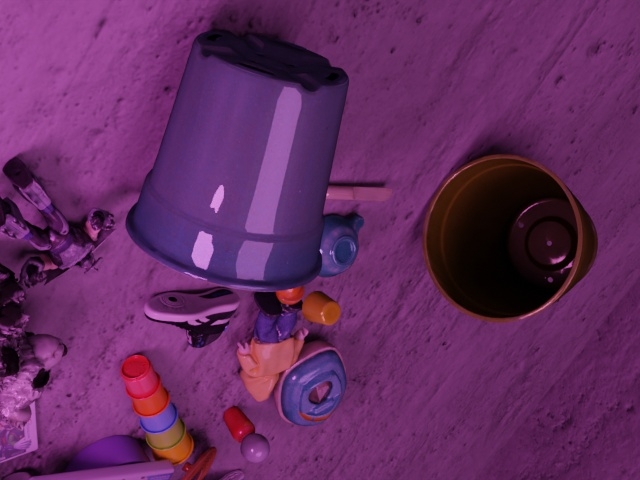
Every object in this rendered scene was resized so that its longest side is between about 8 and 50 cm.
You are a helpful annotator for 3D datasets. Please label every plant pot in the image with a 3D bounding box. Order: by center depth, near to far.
[{"bbox_3d":[-0.117,-0.144,1.603,0.341,0.341,0.334,-4,122,-39],"label":"plant pot"},{"bbox_3d":[0.480,0.002,2.278,0.353,0.366,0.366,4,124,-57],"label":"plant pot"}]

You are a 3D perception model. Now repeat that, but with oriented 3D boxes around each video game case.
[{"bbox_3d":[-0.638,0.374,1.881,0.190,0.022,0.173,-17,136,-29],"label":"video game case"},{"bbox_3d":[-0.503,0.591,2.073,0.329,0.036,0.300,3,126,-43],"label":"video game case"}]

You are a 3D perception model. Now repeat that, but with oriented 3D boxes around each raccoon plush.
[{"bbox_3d":[-0.648,0.179,1.613,0.447,0.216,0.299,6,143,-11],"label":"raccoon plush"}]

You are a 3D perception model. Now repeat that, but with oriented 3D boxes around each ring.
[{"bbox_3d":[-0.347,0.609,2.252,0.336,0.032,0.336,-54,171,-13],"label":"ring"}]

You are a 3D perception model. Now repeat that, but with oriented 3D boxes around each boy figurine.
[{"bbox_3d":[-0.108,0.234,2.161,0.177,0.092,0.285,-15,136,-32],"label":"boy figurine"}]

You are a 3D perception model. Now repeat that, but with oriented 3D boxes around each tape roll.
[{"bbox_3d":[-0.459,0.518,2.138,0.189,0.080,0.189,-24,141,-22],"label":"tape roll"}]

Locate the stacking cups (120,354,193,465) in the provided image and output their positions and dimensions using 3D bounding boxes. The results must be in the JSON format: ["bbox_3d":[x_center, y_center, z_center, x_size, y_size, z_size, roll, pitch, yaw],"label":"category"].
[{"bbox_3d":[-0.356,0.357,2.073,0.096,0.096,0.316,-31,138,-15],"label":"stacking cups"}]

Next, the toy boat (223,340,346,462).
[{"bbox_3d":[-0.066,0.390,2.304,0.318,0.148,0.267,-31,142,-15],"label":"toy boat"}]

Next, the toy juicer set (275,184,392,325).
[{"bbox_3d":[0.000,0.000,2.039,0.209,0.089,0.329,26,86,-38],"label":"toy juicer set"}]

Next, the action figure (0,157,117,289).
[{"bbox_3d":[-0.441,-0.009,1.617,0.185,0.099,0.285,-47,148,-8],"label":"action figure"}]

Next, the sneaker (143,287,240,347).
[{"bbox_3d":[-0.264,0.168,1.962,0.217,0.079,0.121,-4,128,-41],"label":"sneaker"}]

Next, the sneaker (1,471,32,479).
[{"bbox_3d":[-0.641,0.528,2.016,0.152,0.053,0.061,-45,158,9],"label":"sneaker"}]

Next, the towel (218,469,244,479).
[{"bbox_3d":[-0.311,0.702,2.458,0.209,0.034,0.285,-14,140,-58],"label":"towel"}]
